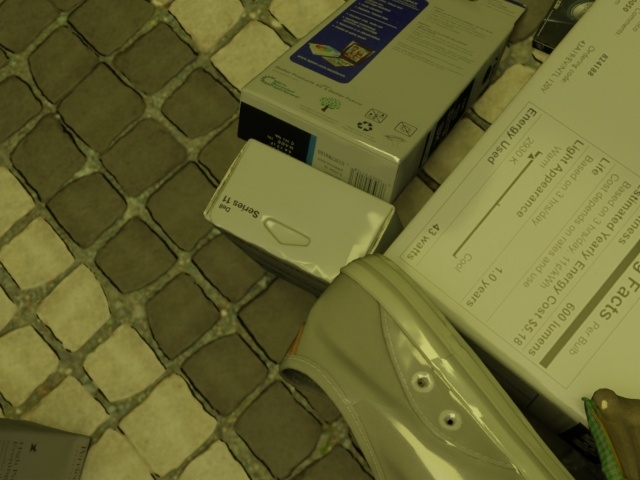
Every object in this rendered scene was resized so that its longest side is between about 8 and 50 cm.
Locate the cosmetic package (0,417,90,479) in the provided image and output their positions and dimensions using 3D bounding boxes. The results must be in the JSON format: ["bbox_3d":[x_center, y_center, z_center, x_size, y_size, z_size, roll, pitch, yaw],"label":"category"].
[{"bbox_3d":[-0.309,0.226,0.868,0.085,0.231,0.117,11,80,14],"label":"cosmetic package"}]

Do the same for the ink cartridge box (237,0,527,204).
[{"bbox_3d":[0.073,-0.172,0.926,0.165,0.065,0.333,26,47,16],"label":"ink cartridge box"}]

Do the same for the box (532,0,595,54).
[{"bbox_3d":[0.271,-0.228,0.977,0.067,0.018,0.083,29,83,17],"label":"box"}]

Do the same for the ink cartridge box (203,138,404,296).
[{"bbox_3d":[0.000,0.000,0.874,0.153,0.208,0.087,27,83,16],"label":"ink cartridge box"}]

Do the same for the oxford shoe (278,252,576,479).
[{"bbox_3d":[0.123,0.205,0.635,0.130,0.169,0.449,-37,67,-7],"label":"oxford shoe"}]

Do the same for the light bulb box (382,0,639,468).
[{"bbox_3d":[0.304,0.016,0.802,0.361,0.225,0.358,39,86,16],"label":"light bulb box"}]

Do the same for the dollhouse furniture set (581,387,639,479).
[{"bbox_3d":[0.312,0.218,0.565,0.301,0.197,0.151,4,120,2],"label":"dollhouse furniture set"}]
